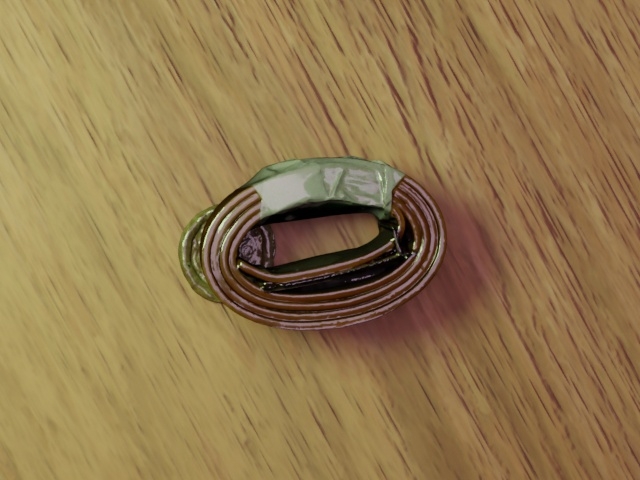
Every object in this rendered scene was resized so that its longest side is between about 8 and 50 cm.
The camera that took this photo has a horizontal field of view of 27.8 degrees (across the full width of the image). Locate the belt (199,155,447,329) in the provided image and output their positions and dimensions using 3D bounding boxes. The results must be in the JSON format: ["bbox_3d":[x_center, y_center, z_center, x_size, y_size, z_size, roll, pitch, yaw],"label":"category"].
[{"bbox_3d":[0.000,0.000,1.386,0.262,0.105,0.184,-13,92,-4],"label":"belt"}]

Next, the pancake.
[{"bbox_3d":[-0.102,0.013,1.432,0.115,0.011,0.114,0,90,-3],"label":"pancake"}]
